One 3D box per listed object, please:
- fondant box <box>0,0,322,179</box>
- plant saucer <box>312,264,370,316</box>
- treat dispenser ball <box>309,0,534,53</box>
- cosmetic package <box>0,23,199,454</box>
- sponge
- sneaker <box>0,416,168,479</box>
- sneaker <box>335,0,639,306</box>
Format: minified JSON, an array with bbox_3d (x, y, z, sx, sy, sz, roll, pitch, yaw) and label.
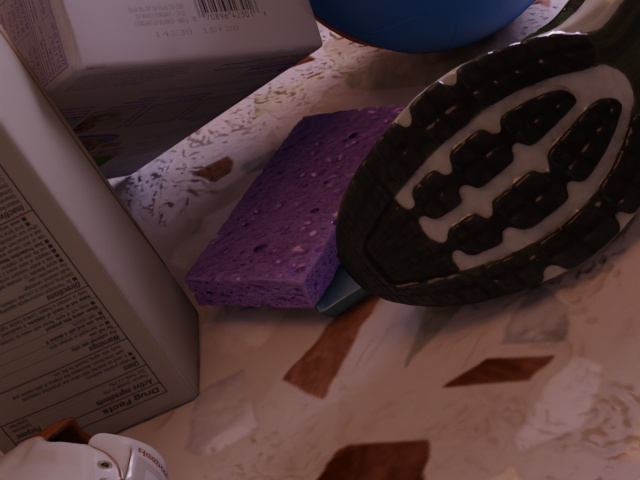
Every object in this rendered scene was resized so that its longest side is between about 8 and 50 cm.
[{"bbox_3d":[-0.193,-0.133,1.027,0.238,0.096,0.330,-14,-9,-41],"label":"fondant box"},{"bbox_3d":[0.000,0.000,0.952,0.067,0.018,0.192,-32,31,-3],"label":"plant saucer"},{"bbox_3d":[0.083,-0.308,1.059,0.288,0.288,0.288,-21,33,14],"label":"treat dispenser ball"},{"bbox_3d":[-0.227,0.004,0.857,0.160,0.309,0.113,-23,33,10],"label":"cosmetic package"},{"bbox_3d":[-0.011,-0.030,0.956,0.117,0.031,0.210,-2,41,37],"label":"sponge"},{"bbox_3d":[-0.132,0.178,0.723,0.123,0.106,0.290,-43,32,-15],"label":"sneaker"},{"bbox_3d":[0.179,-0.094,0.872,0.410,0.158,0.182,-38,1,-9],"label":"sneaker"}]
